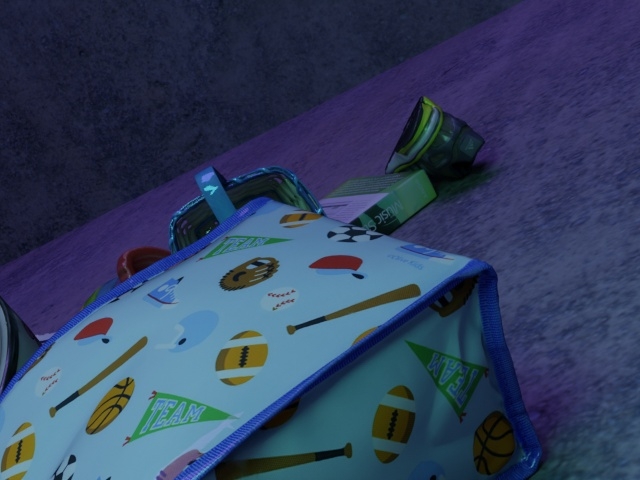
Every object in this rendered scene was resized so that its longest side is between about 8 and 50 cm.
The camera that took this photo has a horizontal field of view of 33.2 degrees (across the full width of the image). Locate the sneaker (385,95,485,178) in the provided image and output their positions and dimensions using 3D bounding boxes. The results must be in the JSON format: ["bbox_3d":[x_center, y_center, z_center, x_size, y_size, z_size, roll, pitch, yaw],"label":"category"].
[{"bbox_3d":[0.180,-0.137,1.698,0.300,0.121,0.111,94,-158,-88],"label":"sneaker"}]

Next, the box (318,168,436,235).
[{"bbox_3d":[0.000,0.000,1.678,0.322,0.058,0.232,-38,16,-22],"label":"box"}]

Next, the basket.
[{"bbox_3d":[-0.075,0.026,1.335,0.201,0.254,0.289,-28,3,3],"label":"basket"}]

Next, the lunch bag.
[{"bbox_3d":[-0.079,0.162,0.850,0.385,0.238,0.328,-31,24,-26],"label":"lunch bag"}]

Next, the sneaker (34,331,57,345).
[{"bbox_3d":[-0.494,0.221,1.873,0.235,0.090,0.094,-24,25,29],"label":"sneaker"}]

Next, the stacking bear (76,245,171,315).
[{"bbox_3d":[-0.311,0.148,1.612,0.289,0.175,0.164,-33,-4,26],"label":"stacking bear"}]

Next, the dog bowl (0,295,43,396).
[{"bbox_3d":[-0.445,0.259,1.226,0.408,0.150,0.408,-26,42,26],"label":"dog bowl"}]
